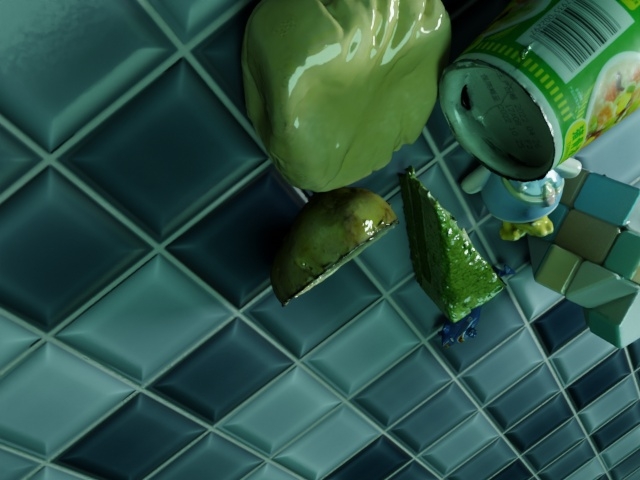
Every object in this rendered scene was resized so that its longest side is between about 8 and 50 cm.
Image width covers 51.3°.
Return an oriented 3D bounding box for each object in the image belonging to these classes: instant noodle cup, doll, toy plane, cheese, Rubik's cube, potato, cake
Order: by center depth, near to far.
[{"bbox_3d":[0.029,-0.162,0.669,0.213,0.117,0.226,-26,141,-15],"label":"cheese"},{"bbox_3d":[0.252,-0.183,0.671,0.232,0.207,0.207,-40,138,-16],"label":"instant noodle cup"},{"bbox_3d":[0.000,0.000,0.771,0.164,0.081,0.200,-34,173,-31],"label":"potato"},{"bbox_3d":[0.255,-0.101,0.863,0.099,0.135,0.241,-53,143,-22],"label":"doll"},{"bbox_3d":[0.151,0.012,0.891,0.099,0.100,0.235,-41,136,6],"label":"cake"},{"bbox_3d":[0.431,0.029,0.997,0.265,0.224,0.213,18,101,-37],"label":"Rubik's cube"},{"bbox_3d":[0.247,0.107,1.064,0.054,0.062,0.167,28,99,-43],"label":"toy plane"}]
